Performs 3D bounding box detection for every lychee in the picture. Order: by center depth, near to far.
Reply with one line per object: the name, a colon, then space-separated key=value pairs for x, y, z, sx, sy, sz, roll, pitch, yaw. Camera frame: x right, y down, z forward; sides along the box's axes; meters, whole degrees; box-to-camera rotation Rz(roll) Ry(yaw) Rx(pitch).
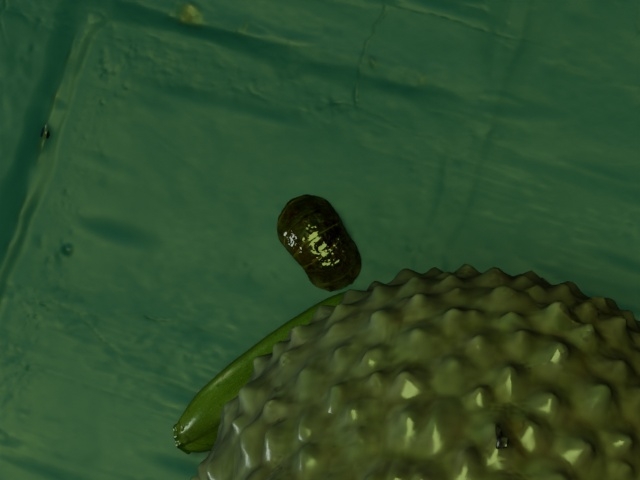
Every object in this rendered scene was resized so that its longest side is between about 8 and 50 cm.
lychee: x=0.092 y=0.209 z=1.237 sx=0.380 sy=0.432 sz=0.380 roll=9 pitch=120 yaw=16

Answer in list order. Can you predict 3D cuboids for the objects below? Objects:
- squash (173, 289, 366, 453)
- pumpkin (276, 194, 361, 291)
squash: x=-0.028 y=0.104 z=1.420 sx=0.201 sy=0.066 sz=0.066 roll=-33 pitch=80 yaw=9
pumpkin: x=-0.001 y=0.000 z=1.446 sx=0.050 sy=0.028 sz=0.083 roll=-38 pitch=84 yaw=-1
